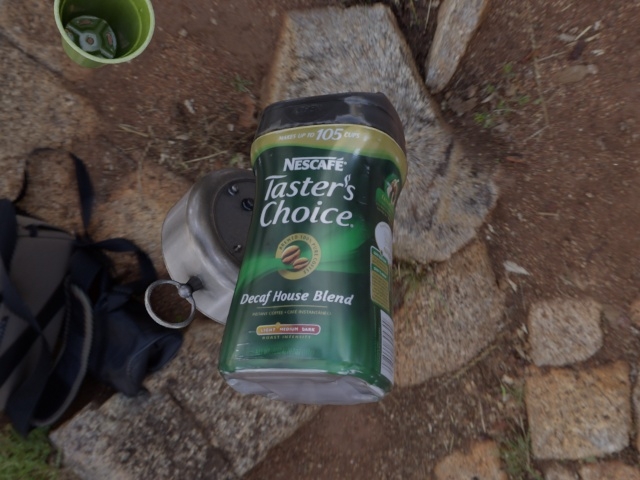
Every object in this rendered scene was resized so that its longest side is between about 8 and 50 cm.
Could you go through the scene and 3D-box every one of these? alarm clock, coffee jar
[{"bbox_3d":[-0.070,0.012,0.640,0.129,0.192,0.064,50,133,-2],"label":"alarm clock"},{"bbox_3d":[0.000,0.000,0.476,0.096,0.079,0.184,-4,64,21],"label":"coffee jar"}]

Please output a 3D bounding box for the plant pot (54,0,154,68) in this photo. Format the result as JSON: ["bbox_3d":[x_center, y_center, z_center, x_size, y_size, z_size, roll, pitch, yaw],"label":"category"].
[{"bbox_3d":[-0.198,-0.187,0.709,0.083,0.079,0.083,2,85,-27],"label":"plant pot"}]
